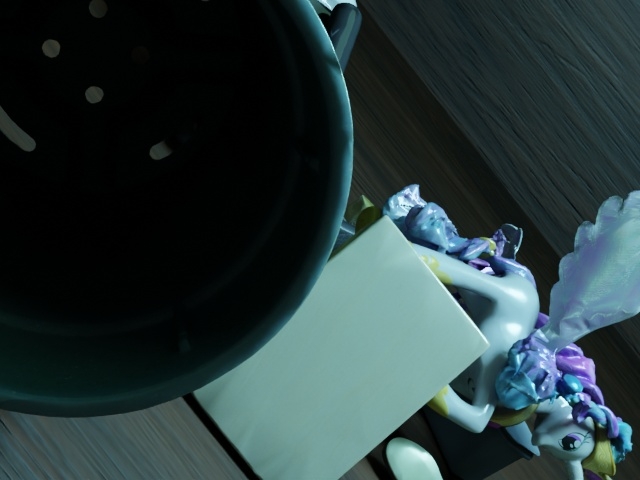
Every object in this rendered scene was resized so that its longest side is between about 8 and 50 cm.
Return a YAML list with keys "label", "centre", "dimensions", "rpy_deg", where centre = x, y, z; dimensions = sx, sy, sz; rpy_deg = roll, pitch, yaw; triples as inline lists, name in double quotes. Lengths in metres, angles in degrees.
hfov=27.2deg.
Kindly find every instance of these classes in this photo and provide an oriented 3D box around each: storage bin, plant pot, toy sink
- label: "storage bin"
  centre: [0.188, 0.221, 1.578]
  dimensions: [0.098, 0.091, 0.135]
  rpy_deg: [35, 24, -44]
- label: "plant pot"
  centre: [-0.168, -0.102, 0.937]
  dimensions: [0.341, 0.341, 0.334]
  rpy_deg: [46, 8, -19]
- label: "toy sink"
  centre: [0.006, 0.112, 1.196]
  dimensions: [0.153, 0.234, 0.131]
  rpy_deg: [50, -13, -2]

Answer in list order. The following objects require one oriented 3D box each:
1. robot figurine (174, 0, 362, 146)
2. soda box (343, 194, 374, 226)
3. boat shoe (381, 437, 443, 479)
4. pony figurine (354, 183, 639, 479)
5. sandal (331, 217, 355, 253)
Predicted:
- label: "robot figurine"
  centre: [-0.062, -0.204, 1.535]
  dimensions: [0.209, 0.278, 0.173]
  rpy_deg: [18, -23, 11]
- label: "soda box"
  centre: [0.065, 0.020, 1.723]
  dimensions: [0.058, 0.061, 0.181]
  rpy_deg: [42, 19, -30]
- label: "boat shoe"
  centre: [0.109, 0.259, 1.374]
  dimensions: [0.137, 0.049, 0.043]
  rpy_deg: [46, -25, -12]
- label: "pony figurine"
  centre: [0.203, 0.085, 1.452]
  dimensions: [0.363, 0.303, 0.351]
  rpy_deg: [24, 64, -24]
- label: "sandal"
  centre: [0.000, -0.001, 1.529]
  dimensions: [0.254, 0.097, 0.054]
  rpy_deg: [43, 18, -28]
